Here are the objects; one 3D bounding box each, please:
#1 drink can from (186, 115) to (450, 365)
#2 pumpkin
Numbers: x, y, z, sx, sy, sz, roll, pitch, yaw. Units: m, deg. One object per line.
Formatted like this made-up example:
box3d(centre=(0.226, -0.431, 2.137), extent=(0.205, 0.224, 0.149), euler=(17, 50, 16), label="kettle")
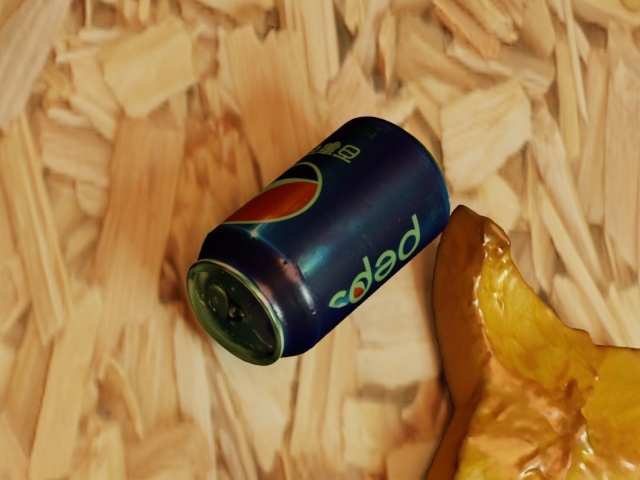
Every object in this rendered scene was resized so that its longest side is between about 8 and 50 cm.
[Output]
box3d(centre=(0.000, 0.000, 1.426), extent=(0.205, 0.118, 0.118), euler=(-42, 95, -32), label="drink can")
box3d(centre=(0.191, 0.148, 1.490), extent=(0.258, 0.095, 0.290), euler=(19, 62, -17), label="pumpkin")
